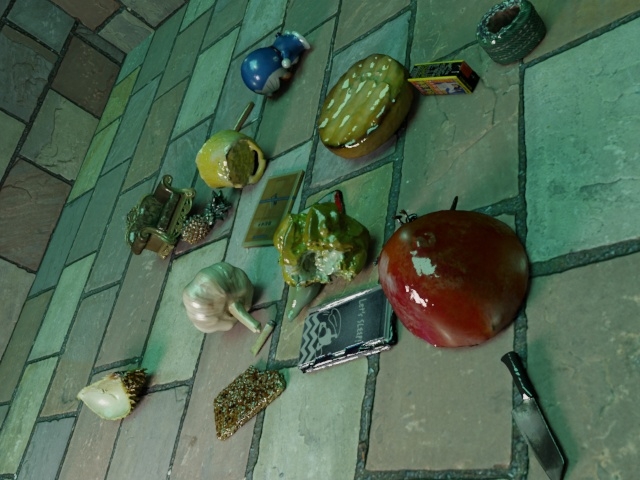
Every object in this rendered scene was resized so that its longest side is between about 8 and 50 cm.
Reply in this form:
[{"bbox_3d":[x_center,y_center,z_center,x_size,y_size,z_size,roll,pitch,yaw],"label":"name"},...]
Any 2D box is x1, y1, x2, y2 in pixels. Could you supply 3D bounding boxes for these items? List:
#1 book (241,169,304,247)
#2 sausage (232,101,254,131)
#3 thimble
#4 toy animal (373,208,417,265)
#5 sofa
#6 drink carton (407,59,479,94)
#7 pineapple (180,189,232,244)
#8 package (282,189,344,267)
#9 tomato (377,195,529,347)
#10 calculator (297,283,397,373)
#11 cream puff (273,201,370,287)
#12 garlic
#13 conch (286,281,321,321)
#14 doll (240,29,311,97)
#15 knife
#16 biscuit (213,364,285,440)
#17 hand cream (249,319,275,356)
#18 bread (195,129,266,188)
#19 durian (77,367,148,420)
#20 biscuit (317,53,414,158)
[{"bbox_3d":[-0.140,-0.092,1.915,0.170,0.018,0.241,-5,60,48],"label":"book"},{"bbox_3d":[-0.278,-0.441,2.351,0.024,0.024,0.132,26,85,55],"label":"sausage"},{"bbox_3d":[0.422,-0.468,1.464,0.135,0.090,0.118,-28,47,32],"label":"thimble"},{"bbox_3d":[0.197,-0.015,1.424,0.220,0.062,0.108,-34,59,28],"label":"toy animal"},{"bbox_3d":[-0.560,-0.083,2.237,0.200,0.182,0.258,-32,37,61],"label":"sofa"},{"bbox_3d":[0.294,-0.391,1.576,0.166,0.071,0.056,14,78,53],"label":"drink carton"},{"bbox_3d":[-0.378,-0.069,2.131,0.221,0.083,0.103,-41,35,22],"label":"pineapple"},{"bbox_3d":[-0.031,-0.028,1.717,0.232,0.040,0.166,-35,40,27],"label":"package"},{"bbox_3d":[0.218,0.053,1.233,0.309,0.170,0.309,-32,41,33],"label":"tomato"},{"bbox_3d":[0.057,0.191,1.449,0.274,0.028,0.165,-24,43,36],"label":"calculator"},{"bbox_3d":[0.000,-0.004,1.510,0.221,0.194,0.194,-11,49,10],"label":"cream puff"},{"bbox_3d":[-0.237,0.178,1.700,0.226,0.199,0.199,36,93,37],"label":"garlic"},{"bbox_3d":[-0.044,0.110,1.600,0.088,0.065,0.180,21,82,54],"label":"conch"},{"bbox_3d":[-0.152,-0.605,2.239,0.257,0.161,0.215,-41,21,-5],"label":"doll"},{"bbox_3d":[0.335,0.283,1.047,0.060,0.028,0.230,-50,36,31],"label":"knife"},{"bbox_3d":[-0.179,0.373,1.592,0.237,0.026,0.131,-43,39,21],"label":"biscuit"},{"bbox_3d":[-0.146,0.245,1.660,0.102,0.022,0.035,-58,34,8],"label":"hand cream"},{"bbox_3d":[-0.284,-0.251,2.078,0.170,0.197,0.197,21,80,48],"label":"bread"},{"bbox_3d":[-0.610,0.454,1.957,0.252,0.139,0.144,-25,50,37],"label":"durian"},{"bbox_3d":[0.121,-0.348,1.728,0.296,0.102,0.296,-27,48,35],"label":"biscuit"}]
